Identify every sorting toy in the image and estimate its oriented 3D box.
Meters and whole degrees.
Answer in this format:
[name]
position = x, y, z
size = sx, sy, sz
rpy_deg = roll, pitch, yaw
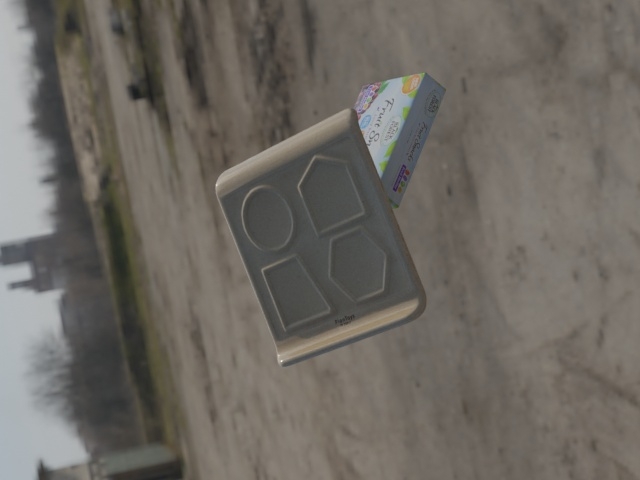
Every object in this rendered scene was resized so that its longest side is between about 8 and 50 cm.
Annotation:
[sorting toy]
position = 0.000, 0.000, 1.270
size = 0.193, 0.038, 0.208
rpy_deg = -24, 82, 39

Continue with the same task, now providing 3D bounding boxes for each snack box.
[snack box]
position = 0.061, -0.098, 1.337
size = 0.100, 0.037, 0.141
rpy_deg = -3, 59, 51
